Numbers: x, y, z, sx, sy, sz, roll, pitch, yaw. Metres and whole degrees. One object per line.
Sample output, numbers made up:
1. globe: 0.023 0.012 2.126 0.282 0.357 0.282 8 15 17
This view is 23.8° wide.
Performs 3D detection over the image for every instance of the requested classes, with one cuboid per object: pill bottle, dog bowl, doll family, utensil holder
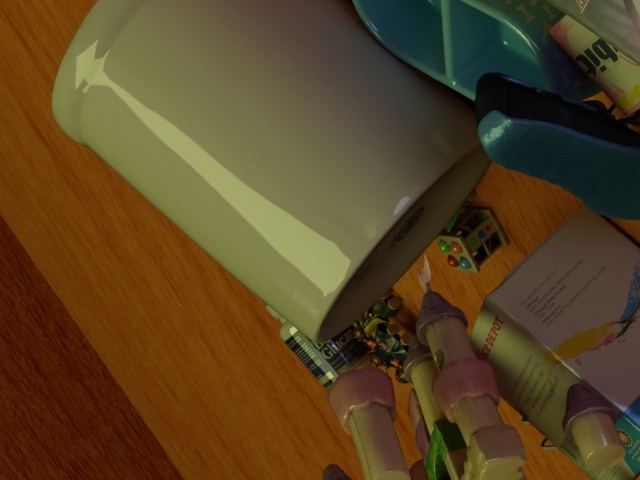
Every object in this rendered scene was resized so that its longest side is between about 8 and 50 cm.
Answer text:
1. pill bottle: -0.002 0.141 2.267 0.169 0.094 0.094 48 157 1
2. dog bowl: 0.146 -0.218 1.492 0.297 0.074 0.166 33 152 30
3. doll family: 0.089 0.135 2.123 0.193 0.076 0.111 49 138 12
4. utensil holder: -0.043 -0.125 1.667 0.385 0.327 0.327 41 155 11

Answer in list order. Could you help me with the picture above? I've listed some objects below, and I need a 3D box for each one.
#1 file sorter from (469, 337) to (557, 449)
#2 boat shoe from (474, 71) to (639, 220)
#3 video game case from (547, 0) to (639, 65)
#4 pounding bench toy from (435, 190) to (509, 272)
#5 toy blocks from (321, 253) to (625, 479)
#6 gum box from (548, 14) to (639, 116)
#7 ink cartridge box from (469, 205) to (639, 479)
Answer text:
1. file sorter: 0.271 0.152 1.800 0.170 0.104 0.118 53 156 -8
2. boat shoe: 0.250 -0.097 1.399 0.258 0.089 0.109 25 130 -39
3. video game case: 0.287 -0.226 1.177 0.274 0.026 0.196 39 123 20
4. pounding bench toy: 0.167 -0.012 1.778 0.052 0.065 0.083 8 133 57
5. toy blocks: 0.148 0.202 1.589 0.260 0.309 0.288 -108 16 -44
6. gum box: 0.285 -0.189 1.307 0.107 0.062 0.188 49 156 0
7. ink cartridge box: 0.298 0.118 1.618 0.233 0.168 0.171 42 156 15
